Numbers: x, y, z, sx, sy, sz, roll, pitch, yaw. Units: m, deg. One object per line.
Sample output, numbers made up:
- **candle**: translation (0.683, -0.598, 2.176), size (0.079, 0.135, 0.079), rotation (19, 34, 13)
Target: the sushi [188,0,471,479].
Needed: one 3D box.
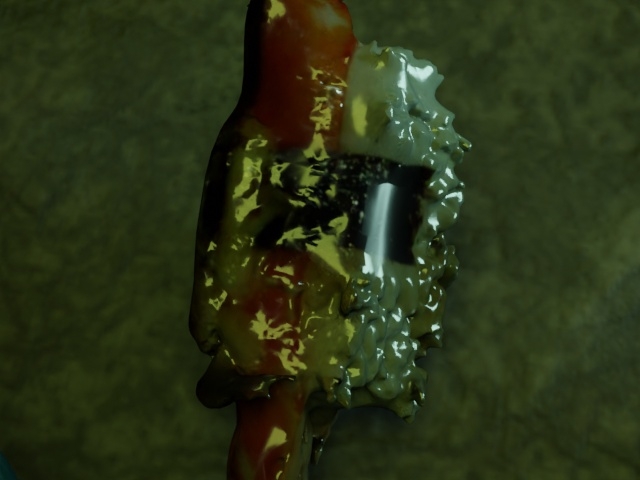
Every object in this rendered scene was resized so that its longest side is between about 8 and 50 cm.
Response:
- **sushi**: translation (0.004, 0.001, 0.509), size (0.103, 0.097, 0.226), rotation (7, 82, 14)

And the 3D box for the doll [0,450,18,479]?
- **doll**: translation (-0.228, 0.126, 0.428), size (0.322, 0.186, 0.198), rotation (4, 34, 24)
